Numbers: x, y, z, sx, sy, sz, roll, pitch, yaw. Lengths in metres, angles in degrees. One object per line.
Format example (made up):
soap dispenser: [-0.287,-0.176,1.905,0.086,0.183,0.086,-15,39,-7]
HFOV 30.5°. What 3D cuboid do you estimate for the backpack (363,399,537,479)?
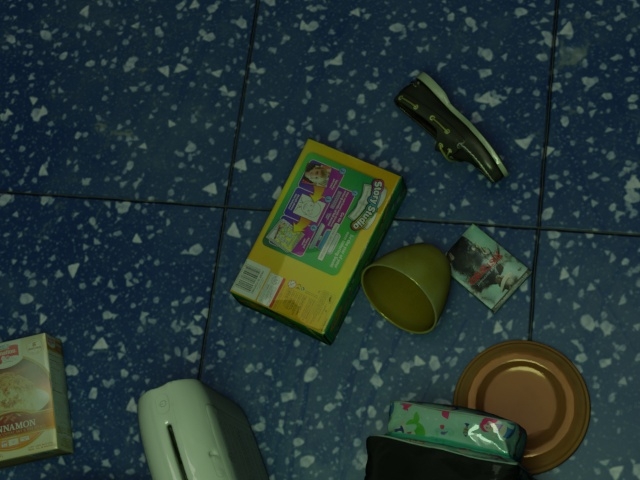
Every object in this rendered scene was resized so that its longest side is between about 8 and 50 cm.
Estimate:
backpack: [0.183,0.324,1.595,0.225,0.253,0.191,7,70,24]

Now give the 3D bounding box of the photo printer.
photo printer: [-0.151,0.329,1.627,0.107,0.307,0.256,-22,71,4]

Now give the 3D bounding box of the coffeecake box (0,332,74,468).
coffeecake box: [-0.473,0.253,1.838,0.142,0.068,0.185,-14,71,8]

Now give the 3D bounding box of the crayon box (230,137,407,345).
crayon box: [0.000,0.000,1.817,0.165,0.081,0.278,24,79,16]

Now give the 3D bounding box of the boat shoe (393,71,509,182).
boat shoe: [0.204,-0.164,1.832,0.069,0.081,0.227,-39,63,1]

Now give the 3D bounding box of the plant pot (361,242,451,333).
plant pot: [0.142,0.058,1.758,0.134,0.134,0.095,33,58,18]

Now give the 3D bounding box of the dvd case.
dvd case: [0.249,0.042,1.792,0.119,0.013,0.087,42,85,18]

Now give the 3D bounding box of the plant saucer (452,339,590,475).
plant saucer: [0.292,0.240,1.712,0.200,0.037,0.200,-3,72,10]
